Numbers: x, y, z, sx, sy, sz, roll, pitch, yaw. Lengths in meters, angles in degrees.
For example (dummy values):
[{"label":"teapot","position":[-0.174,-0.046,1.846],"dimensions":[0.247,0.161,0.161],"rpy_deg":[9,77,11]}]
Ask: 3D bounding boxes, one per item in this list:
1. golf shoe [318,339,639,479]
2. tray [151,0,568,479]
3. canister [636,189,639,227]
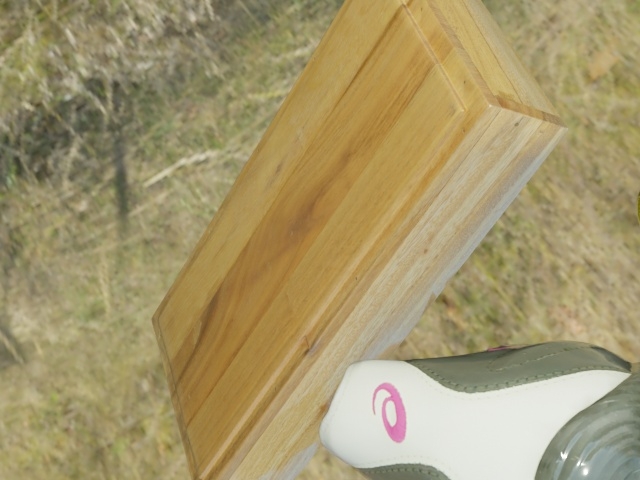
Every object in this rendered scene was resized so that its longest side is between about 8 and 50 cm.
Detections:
[{"label":"golf shoe","position":[0.090,0.082,0.421],"dimensions":[0.273,0.120,0.105],"rpy_deg":[49,59,-67]},{"label":"tray","position":[0.000,0.000,0.884],"dimensions":[0.076,0.203,0.411],"rpy_deg":[11,128,-31]},{"label":"canister","position":[0.252,-0.023,0.547],"dimensions":[0.169,0.126,0.073],"rpy_deg":[-21,100,-9]}]
